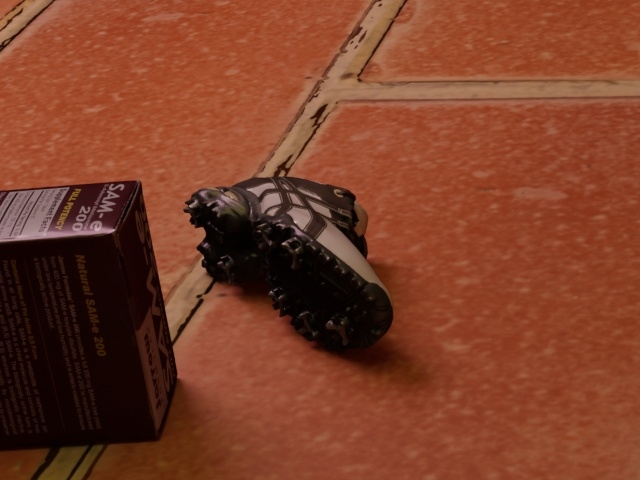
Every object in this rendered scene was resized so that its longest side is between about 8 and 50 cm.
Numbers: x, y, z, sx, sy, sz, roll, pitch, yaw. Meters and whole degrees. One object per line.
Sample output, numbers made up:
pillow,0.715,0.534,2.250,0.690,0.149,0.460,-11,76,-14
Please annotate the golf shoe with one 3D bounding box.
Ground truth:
golf shoe,0.000,0.000,1.124,0.094,0.077,0.198,-22,31,-24

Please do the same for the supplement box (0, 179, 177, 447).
supplement box,-0.209,0.045,1.041,0.239,0.130,0.073,-4,27,9
